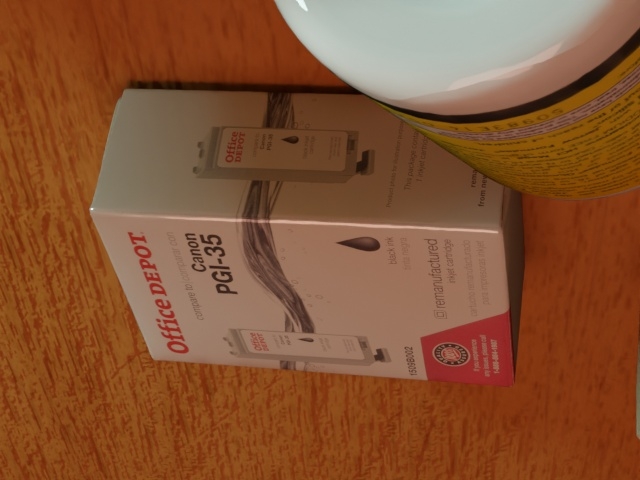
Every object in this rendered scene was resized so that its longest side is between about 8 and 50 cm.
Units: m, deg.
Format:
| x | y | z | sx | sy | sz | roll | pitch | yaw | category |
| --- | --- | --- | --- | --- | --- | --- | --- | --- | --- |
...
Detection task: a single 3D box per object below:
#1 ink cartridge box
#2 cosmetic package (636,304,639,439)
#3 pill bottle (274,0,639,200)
| x | y | z | sx | sy | sz | roll | pitch | yaw | category |
| --- | --- | --- | --- | --- | --- | --- | --- | --- | --- |
| 0.000 | 0.000 | 1.129 | 0.283 | 0.117 | 0.207 | 3 | 145 | 12 | ink cartridge box |
| 0.355 | 0.035 | 1.047 | 0.113 | 0.160 | 0.309 | 26 | 144 | -23 | cosmetic package |
| 0.113 | -0.122 | 0.782 | 0.188 | 0.188 | 0.334 | -4 | 169 | 21 | pill bottle |
